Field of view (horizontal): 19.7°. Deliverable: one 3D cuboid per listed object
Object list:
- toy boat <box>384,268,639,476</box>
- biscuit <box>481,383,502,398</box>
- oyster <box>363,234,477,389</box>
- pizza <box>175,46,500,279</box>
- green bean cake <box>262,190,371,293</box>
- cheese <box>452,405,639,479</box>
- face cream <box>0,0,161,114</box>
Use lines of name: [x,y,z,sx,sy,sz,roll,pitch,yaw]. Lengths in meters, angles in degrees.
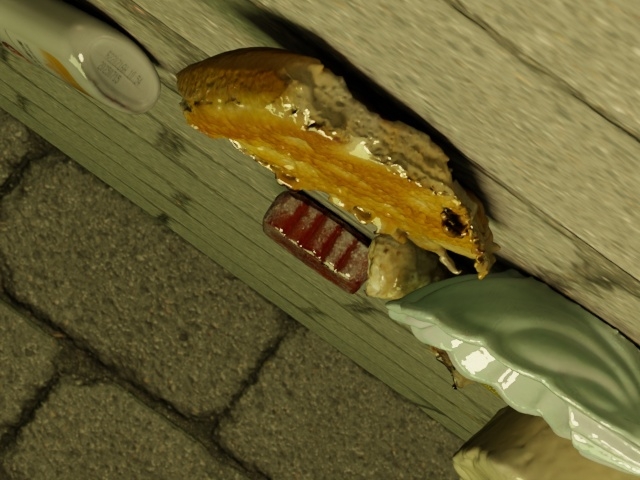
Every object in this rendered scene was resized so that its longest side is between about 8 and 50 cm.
toy boat: [0.192,0.102,1.593,0.290,0.100,0.199,33,174,29]
biscuit: [0.241,0.194,2.391,0.084,0.023,0.084,35,174,4]
oyster: [0.119,0.058,1.818,0.166,0.094,0.294,53,-175,4]
pizza: [0.041,-0.055,1.362,0.297,0.071,0.189,34,163,-23]
green bean cake: [0.000,0.000,2.069,0.135,0.056,0.135,35,175,2]
cheese: [0.293,0.294,2.065,0.292,0.153,0.332,50,169,-7]
face cream: [-0.287,-0.218,1.896,0.291,0.071,0.144,31,173,40]
